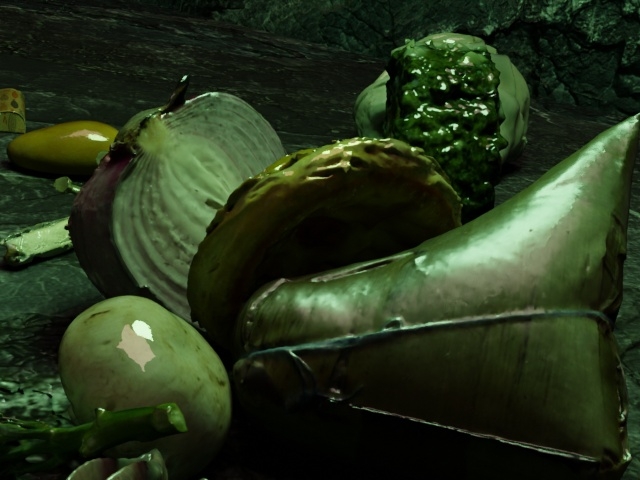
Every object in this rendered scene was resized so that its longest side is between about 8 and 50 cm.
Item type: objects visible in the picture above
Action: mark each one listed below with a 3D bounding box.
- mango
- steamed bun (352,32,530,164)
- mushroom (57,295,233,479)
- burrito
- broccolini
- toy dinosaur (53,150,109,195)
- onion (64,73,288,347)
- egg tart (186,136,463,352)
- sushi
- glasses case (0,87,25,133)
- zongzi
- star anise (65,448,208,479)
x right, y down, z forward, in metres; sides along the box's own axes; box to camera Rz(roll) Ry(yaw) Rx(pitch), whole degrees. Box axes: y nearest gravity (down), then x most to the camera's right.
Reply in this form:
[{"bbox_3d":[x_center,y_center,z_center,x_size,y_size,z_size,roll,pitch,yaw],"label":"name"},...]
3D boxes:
[{"bbox_3d":[-0.392,-0.143,1.601,0.184,0.084,0.102,1,20,-10],"label":"mango"},{"bbox_3d":[0.259,-0.289,2.084,0.342,0.255,0.368,16,18,24],"label":"steamed bun"},{"bbox_3d":[-0.150,0.128,0.872,0.166,0.127,0.166,44,8,-8],"label":"mushroom"},{"bbox_3d":[-0.334,-0.004,1.302,0.045,0.041,0.185,57,30,5],"label":"burrito"},{"bbox_3d":[-0.191,0.140,0.780,0.216,0.058,0.067,-20,-17,32],"label":"broccolini"},{"bbox_3d":[-0.266,-0.061,1.425,0.251,0.072,0.200,16,-10,43],"label":"toy dinosaur"},{"bbox_3d":[-0.121,0.015,1.152,0.159,0.348,0.267,-13,32,52],"label":"onion"},{"bbox_3d":[0.000,0.000,1.033,0.295,0.294,0.116,-2,42,-31],"label":"egg tart"},{"bbox_3d":[0.183,-0.164,1.633,0.178,0.294,0.352,4,21,-3],"label":"sushi"},{"bbox_3d":[-0.556,-0.232,1.838,0.065,0.041,0.170,3,21,-17],"label":"glasses case"},{"bbox_3d":[0.110,0.030,0.962,0.356,0.393,0.174,10,-20,5],"label":"zongzi"},{"bbox_3d":[-0.144,0.219,0.649,0.198,0.110,0.257,-28,19,-23],"label":"star anise"}]
